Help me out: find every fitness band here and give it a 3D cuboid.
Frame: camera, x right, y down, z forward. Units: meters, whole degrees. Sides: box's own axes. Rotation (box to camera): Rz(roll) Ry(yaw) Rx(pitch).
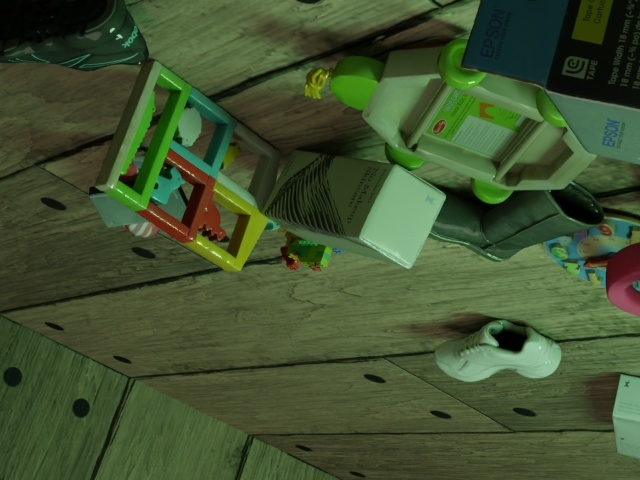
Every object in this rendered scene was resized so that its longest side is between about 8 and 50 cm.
[{"bbox_3d":[0.515,0.048,1.687,0.291,0.054,0.209,-6,157,22],"label":"fitness band"}]

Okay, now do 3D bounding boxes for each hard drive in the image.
[{"bbox_3d":[-0.273,-0.059,1.993,0.135,0.022,0.094,-8,149,6],"label":"hard drive"}]

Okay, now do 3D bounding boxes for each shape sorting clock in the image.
[{"bbox_3d":[0.407,0.021,1.802,0.206,0.040,0.206,15,159,6],"label":"shape sorting clock"}]

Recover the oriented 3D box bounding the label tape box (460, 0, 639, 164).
[{"bbox_3d":[0.309,-0.187,1.101,0.334,0.240,0.106,14,160,12],"label":"label tape box"}]

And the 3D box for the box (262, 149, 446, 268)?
[{"bbox_3d":[0.038,-0.046,1.737,0.094,0.113,0.275,30,171,-29],"label":"box"}]

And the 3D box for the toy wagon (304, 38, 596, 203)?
[{"bbox_3d":[0.152,-0.153,1.544,0.344,0.068,0.267,20,158,-4],"label":"toy wagon"}]

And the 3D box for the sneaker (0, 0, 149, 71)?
[{"bbox_3d":[-0.336,-0.249,1.648,0.267,0.101,0.106,4,157,32],"label":"sneaker"}]

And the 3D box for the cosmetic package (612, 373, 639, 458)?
[{"bbox_3d":[0.588,0.323,2.341,0.117,0.085,0.231,9,158,20],"label":"cosmetic package"}]

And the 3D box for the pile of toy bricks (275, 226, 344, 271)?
[{"bbox_3d":[0.000,0.000,1.983,0.212,0.105,0.118,-1,152,40],"label":"pile of toy bricks"}]

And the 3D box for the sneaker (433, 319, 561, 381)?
[{"bbox_3d":[0.288,0.176,2.238,0.232,0.090,0.115,-9,141,33],"label":"sneaker"}]

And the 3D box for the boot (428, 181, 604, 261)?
[{"bbox_3d":[0.243,-0.039,1.742,0.190,0.076,0.208,19,163,-20],"label":"boot"}]

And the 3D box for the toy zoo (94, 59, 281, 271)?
[{"bbox_3d":[-0.157,-0.086,1.778,0.030,0.192,0.293,-5,148,45],"label":"toy zoo"}]

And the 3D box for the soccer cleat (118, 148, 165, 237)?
[{"bbox_3d":[-0.271,-0.068,2.075,0.095,0.083,0.248,9,155,10],"label":"soccer cleat"}]
